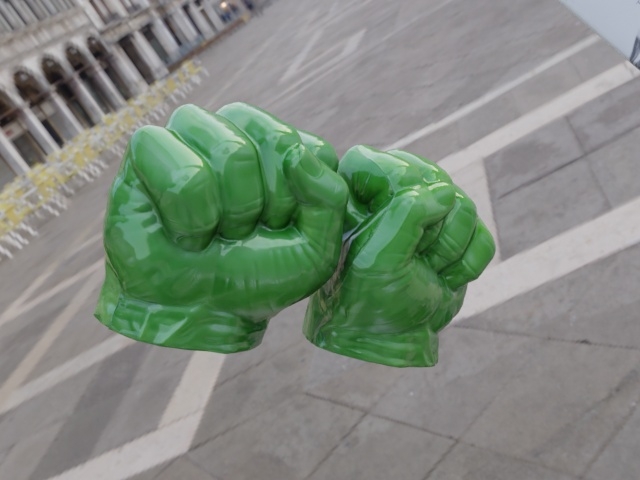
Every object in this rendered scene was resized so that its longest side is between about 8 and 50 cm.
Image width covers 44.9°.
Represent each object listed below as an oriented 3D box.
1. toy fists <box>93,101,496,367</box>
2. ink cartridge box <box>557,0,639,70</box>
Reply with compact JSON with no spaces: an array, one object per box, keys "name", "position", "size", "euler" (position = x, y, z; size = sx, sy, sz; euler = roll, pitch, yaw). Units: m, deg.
[{"name":"toy fists","position":[0.000,0.000,0.489],"size":[0.096,0.279,0.142],"euler":[21,99,55]},{"name":"ink cartridge box","position":[0.252,-0.156,0.435],"size":[0.092,0.218,0.159],"euler":[-20,-30,-40]}]
